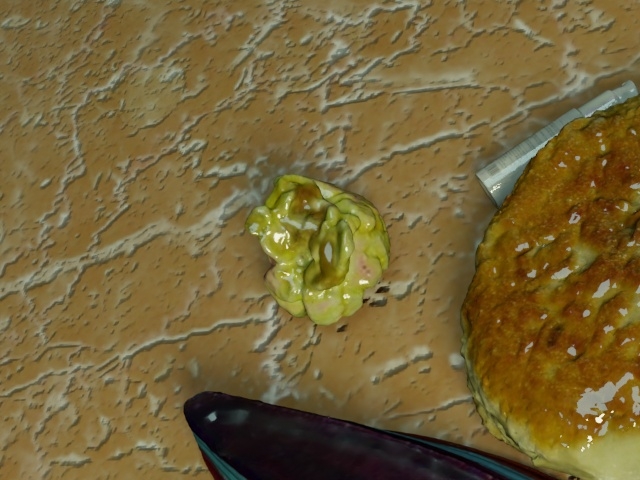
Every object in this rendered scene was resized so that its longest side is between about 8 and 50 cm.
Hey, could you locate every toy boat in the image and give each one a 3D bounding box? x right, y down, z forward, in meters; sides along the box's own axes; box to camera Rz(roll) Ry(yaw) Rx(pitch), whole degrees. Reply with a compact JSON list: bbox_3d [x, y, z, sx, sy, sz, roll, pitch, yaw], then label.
[{"bbox_3d":[0.058,0.174,0.916,0.392,0.079,0.136,19,65,35],"label":"toy boat"}]

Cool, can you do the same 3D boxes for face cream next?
[{"bbox_3d":[0.173,-0.070,1.062,0.130,0.034,0.034,-35,46,1],"label":"face cream"}]

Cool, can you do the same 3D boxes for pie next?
[{"bbox_3d":[0.230,0.017,0.928,0.315,0.092,0.315,-16,49,20],"label":"pie"}]

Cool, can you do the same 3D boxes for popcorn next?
[{"bbox_3d":[0.000,0.000,1.073,0.096,0.089,0.109,-18,45,1],"label":"popcorn"}]
